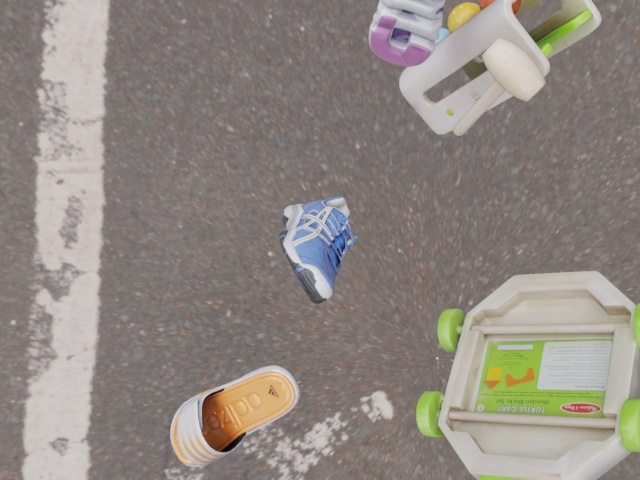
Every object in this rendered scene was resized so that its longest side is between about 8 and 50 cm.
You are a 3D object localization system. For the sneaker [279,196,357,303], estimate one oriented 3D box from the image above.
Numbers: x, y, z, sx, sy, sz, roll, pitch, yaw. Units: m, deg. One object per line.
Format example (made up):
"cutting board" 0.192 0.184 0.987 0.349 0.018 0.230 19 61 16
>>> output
"sneaker" 0.000 0.000 1.029 0.081 0.211 0.080 -22 119 8

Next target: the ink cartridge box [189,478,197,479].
"ink cartridge box" -0.116 0.463 1.196 0.208 0.045 0.206 20 113 12

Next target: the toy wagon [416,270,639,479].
"toy wagon" 0.242 0.190 0.963 0.267 0.068 0.344 -6 52 38

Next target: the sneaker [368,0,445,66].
"sneaker" 0.123 -0.322 0.972 0.095 0.236 0.104 19 45 -6

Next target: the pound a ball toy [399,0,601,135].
"pound a ball toy" 0.206 -0.242 1.104 0.208 0.319 0.135 -42 97 -23

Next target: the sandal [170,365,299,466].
"sandal" -0.147 0.262 1.240 0.265 0.076 0.102 -36 84 30
